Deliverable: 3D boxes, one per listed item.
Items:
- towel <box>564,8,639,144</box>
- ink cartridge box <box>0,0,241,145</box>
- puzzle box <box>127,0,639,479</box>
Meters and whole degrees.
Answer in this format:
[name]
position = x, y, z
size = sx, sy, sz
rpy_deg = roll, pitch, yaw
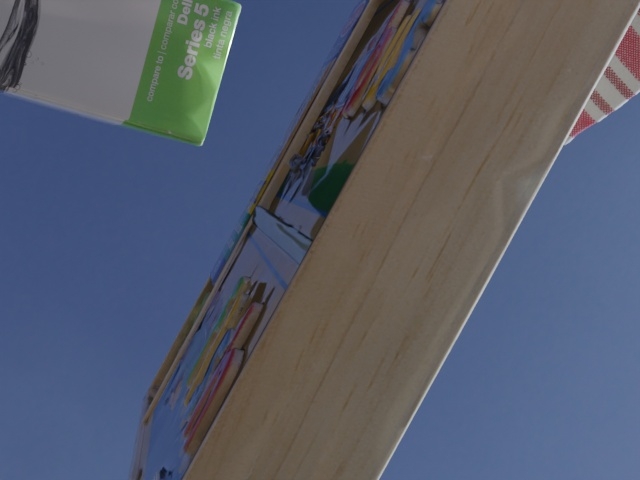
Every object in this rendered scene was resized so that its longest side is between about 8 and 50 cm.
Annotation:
[towel]
position = 0.175, -0.164, 0.778
size = 0.197, 0.029, 0.144
rpy_deg = -38, -71, 14
[ink cartridge box]
position = -0.225, -0.165, 0.994
size = 0.273, 0.198, 0.115
rpy_deg = 15, -87, -23
[puzzle box]
position = 0.000, 0.000, 0.566
size = 0.052, 0.409, 0.272
rpy_deg = 29, -90, -7
